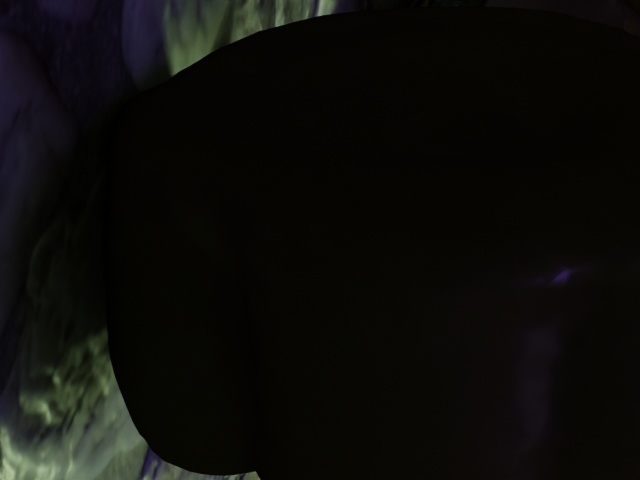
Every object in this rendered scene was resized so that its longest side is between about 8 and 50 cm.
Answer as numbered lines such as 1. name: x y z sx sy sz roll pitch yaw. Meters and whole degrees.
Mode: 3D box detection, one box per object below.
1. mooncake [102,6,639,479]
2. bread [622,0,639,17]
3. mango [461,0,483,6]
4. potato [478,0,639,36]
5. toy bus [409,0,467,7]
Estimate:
1. mooncake: 0.087 0.016 1.166 0.467 0.467 0.262 -52 147 -60
2. bread: 0.264 -0.329 1.797 0.143 0.333 0.323 -50 162 -7
3. mango: 0.167 -0.216 1.907 0.289 0.129 0.146 70 14 -54
4. potato: 0.280 -0.121 1.724 0.266 0.229 0.229 28 72 -46
5. toy bus: 0.146 -0.114 1.827 0.335 0.123 0.121 50 50 -41
